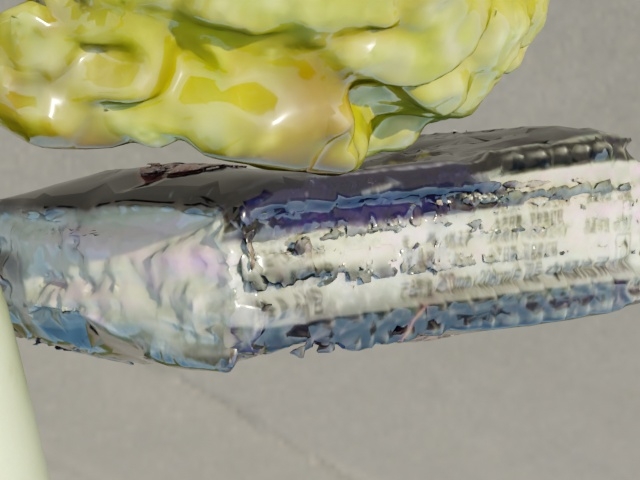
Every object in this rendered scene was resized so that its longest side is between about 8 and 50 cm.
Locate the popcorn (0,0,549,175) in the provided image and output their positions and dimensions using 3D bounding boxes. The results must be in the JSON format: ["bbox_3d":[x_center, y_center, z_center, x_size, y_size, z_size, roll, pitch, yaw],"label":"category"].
[{"bbox_3d":[-0.031,-0.121,0.740,0.251,0.206,0.237,-43,146,-5],"label":"popcorn"}]

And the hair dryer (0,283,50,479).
[{"bbox_3d":[-0.124,0.113,0.607,0.128,0.203,0.362,-13,-179,-22],"label":"hair dryer"}]

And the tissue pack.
[{"bbox_3d":[0.000,0.000,1.029,0.332,0.123,0.245,-5,-175,-42],"label":"tissue pack"}]
